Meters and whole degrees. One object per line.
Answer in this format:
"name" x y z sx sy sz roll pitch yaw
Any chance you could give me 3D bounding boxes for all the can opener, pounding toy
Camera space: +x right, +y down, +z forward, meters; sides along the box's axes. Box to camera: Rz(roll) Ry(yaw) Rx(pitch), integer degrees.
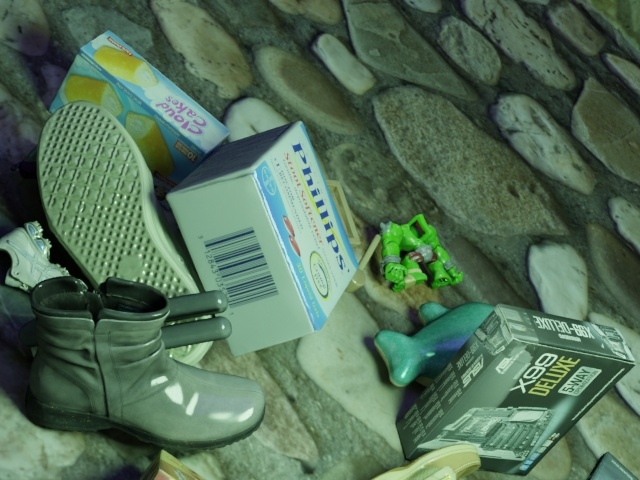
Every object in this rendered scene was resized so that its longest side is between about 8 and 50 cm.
"can opener" -0.267 0.119 1.847 0.283 0.095 0.076 -10 76 5
"pounding toy" 0.009 0.006 2.293 0.181 0.094 0.206 5 57 -41

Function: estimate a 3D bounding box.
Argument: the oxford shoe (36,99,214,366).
"oxford shoe" -0.287 -0.002 1.996 0.449 0.169 0.130 60 1 15

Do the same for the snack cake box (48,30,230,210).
"snack cake box" -0.295 -0.194 2.197 0.264 0.152 0.089 39 38 2

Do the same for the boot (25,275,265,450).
"boot" -0.219 0.159 1.783 0.338 0.223 0.118 4 40 -16

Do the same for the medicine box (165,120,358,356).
"medicine box" -0.079 -0.010 2.050 0.289 0.149 0.263 -54 125 -66

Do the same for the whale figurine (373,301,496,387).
"whale figurine" 0.224 0.179 2.241 0.272 0.141 0.216 5 49 -35

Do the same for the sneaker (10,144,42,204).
"sneaker" -0.371 -0.059 2.083 0.223 0.083 0.098 44 65 6

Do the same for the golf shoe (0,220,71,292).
"golf shoe" -0.406 0.059 1.941 0.086 0.069 0.176 -27 66 -28

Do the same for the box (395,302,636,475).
"box" 0.300 0.238 2.107 0.242 0.307 0.076 13 41 -30

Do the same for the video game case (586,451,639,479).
"video game case" 0.500 0.491 2.242 0.196 0.026 0.274 43 37 6

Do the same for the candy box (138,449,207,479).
"candy box" -0.147 0.351 1.662 0.183 0.087 0.316 35 -7 -2

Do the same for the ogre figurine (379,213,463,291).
"ogre figurine" 0.170 0.024 2.396 0.197 0.097 0.118 -7 67 -29

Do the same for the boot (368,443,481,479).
"boot" 0.181 0.420 2.001 0.262 0.095 0.203 -13 60 -43
